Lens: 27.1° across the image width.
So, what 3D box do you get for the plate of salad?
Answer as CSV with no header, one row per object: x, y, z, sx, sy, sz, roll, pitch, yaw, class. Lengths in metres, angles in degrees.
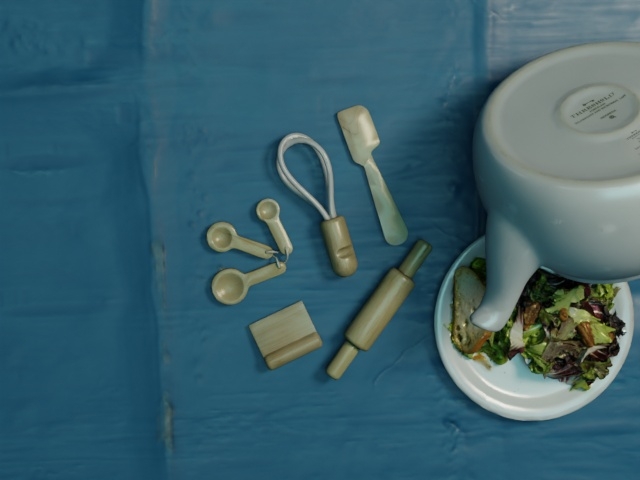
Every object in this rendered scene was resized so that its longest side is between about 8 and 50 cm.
0.212,0.080,1.298,0.199,0.048,0.200,0,94,-4,plate of salad

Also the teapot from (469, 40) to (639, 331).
0.267,-0.052,1.225,0.255,0.253,0.187,-2,133,16,teapot

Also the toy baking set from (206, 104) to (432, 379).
0.005,0.005,1.288,0.196,0.030,0.256,40,91,-5,toy baking set
